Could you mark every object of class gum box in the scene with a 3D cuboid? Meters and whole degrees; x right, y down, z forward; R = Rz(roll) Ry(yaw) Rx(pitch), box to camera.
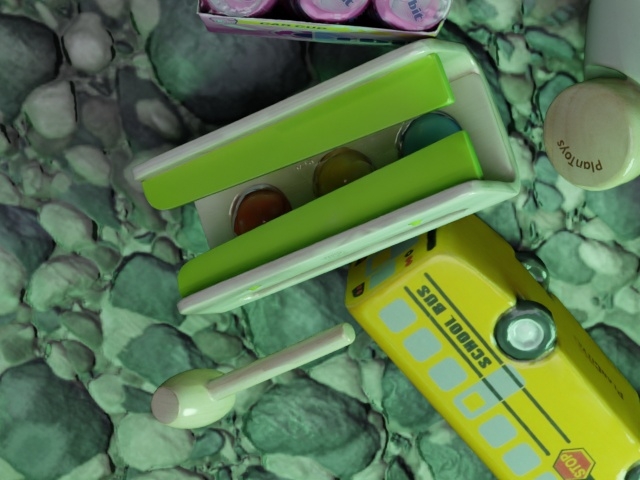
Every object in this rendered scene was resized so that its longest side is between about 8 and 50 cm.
[{"bbox_3d":[0.006,-0.185,1.426,0.188,0.107,0.062,5,90,0],"label":"gum box"}]

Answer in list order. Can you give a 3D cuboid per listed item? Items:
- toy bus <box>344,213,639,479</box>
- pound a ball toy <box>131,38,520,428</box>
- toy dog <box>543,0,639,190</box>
[{"bbox_3d":[0.174,0.120,1.567,0.130,0.108,0.333,-36,108,18],"label":"toy bus"},{"bbox_3d":[0.000,0.000,1.473,0.319,0.135,0.208,-23,82,24],"label":"pound a ball toy"},{"bbox_3d":[0.271,-0.176,1.381,0.161,0.220,0.334,13,129,33],"label":"toy dog"}]
